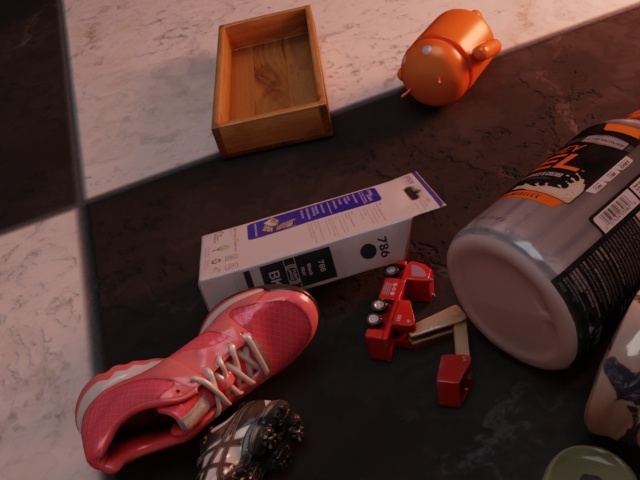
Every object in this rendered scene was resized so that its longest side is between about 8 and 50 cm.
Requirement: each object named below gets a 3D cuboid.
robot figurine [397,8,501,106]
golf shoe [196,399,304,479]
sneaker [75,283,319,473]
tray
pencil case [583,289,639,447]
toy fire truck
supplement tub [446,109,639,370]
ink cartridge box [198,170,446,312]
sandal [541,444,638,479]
[{"bbox_3d":[0.223,-0.319,1.269,0.158,0.128,0.219,28,54,18],"label":"robot figurine"},{"bbox_3d":[-0.102,0.254,0.784,0.093,0.077,0.198,3,38,41],"label":"golf shoe"},{"bbox_3d":[-0.129,0.167,0.826,0.313,0.116,0.136,-30,21,-5],"label":"sneaker"},{"bbox_3d":[-0.097,-0.319,1.411,0.202,0.076,0.411,-12,40,5],"label":"tray"},{"bbox_3d":[0.446,0.164,0.642,0.410,0.183,0.160,17,80,32],"label":"pencil case"},{"bbox_3d":[0.128,0.104,0.888,0.135,0.047,0.192,5,44,21],"label":"toy fire truck"},{"bbox_3d":[0.317,-0.013,0.850,0.316,0.194,0.193,-36,45,-23],"label":"supplement tub"},{"bbox_3d":[0.000,0.000,0.998,0.332,0.065,0.165,-17,22,0],"label":"ink cartridge box"},{"bbox_3d":[0.225,0.275,0.602,0.120,0.086,0.303,8,34,10],"label":"sandal"}]
